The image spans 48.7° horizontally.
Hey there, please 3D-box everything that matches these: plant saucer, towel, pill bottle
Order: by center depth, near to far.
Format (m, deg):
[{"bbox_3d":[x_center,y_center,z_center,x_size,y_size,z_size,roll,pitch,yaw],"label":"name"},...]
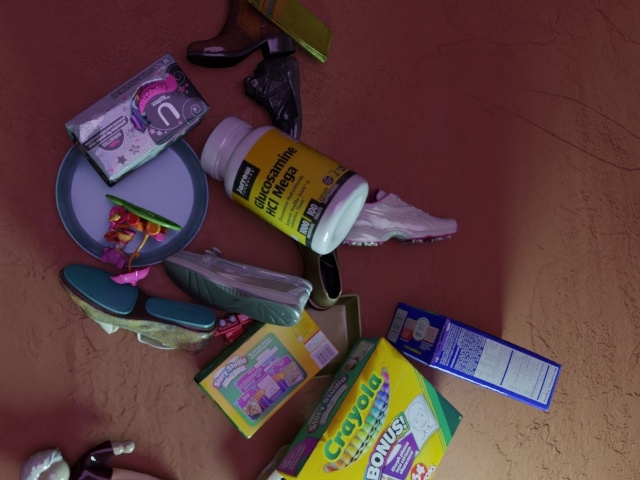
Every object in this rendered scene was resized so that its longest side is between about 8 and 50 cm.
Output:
[{"bbox_3d":[-0.082,-0.127,1.513,0.334,0.188,0.187,31,79,13],"label":"pill bottle"},{"bbox_3d":[-0.405,-0.101,1.532,0.318,0.044,0.317,0,89,-18],"label":"plant saucer"},{"bbox_3d":[-0.061,-0.510,1.602,0.237,0.021,0.102,32,59,-35],"label":"towel"},{"bbox_3d":[0.002,0.223,1.655,0.188,0.045,0.188,-4,91,-18],"label":"plant saucer"}]

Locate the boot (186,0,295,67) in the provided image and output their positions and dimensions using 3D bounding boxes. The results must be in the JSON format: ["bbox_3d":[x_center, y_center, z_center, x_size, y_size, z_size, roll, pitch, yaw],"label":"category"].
[{"bbox_3d":[-0.200,-0.539,1.576,0.264,0.096,0.280,-15,93,-17],"label":"boot"}]

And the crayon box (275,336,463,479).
[{"bbox_3d":[0.122,0.454,1.596,0.313,0.106,0.363,46,63,-22],"label":"crayon box"}]

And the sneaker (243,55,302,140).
[{"bbox_3d":[-0.110,-0.306,1.608,0.130,0.087,0.227,-5,88,-16],"label":"sneaker"}]

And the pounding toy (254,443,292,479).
[{"bbox_3d":[-0.079,0.592,1.566,0.154,0.155,0.269,42,78,-8],"label":"pounding toy"}]

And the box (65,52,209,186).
[{"bbox_3d":[-0.369,-0.238,1.437,0.247,0.163,0.142,-40,99,-14],"label":"box"}]

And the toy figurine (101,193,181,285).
[{"bbox_3d":[-0.399,0.009,1.464,0.173,0.130,0.159,25,91,6],"label":"toy figurine"}]

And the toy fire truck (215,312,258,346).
[{"bbox_3d":[-0.188,0.231,1.594,0.192,0.047,0.135,-22,96,-17],"label":"toy fire truck"}]

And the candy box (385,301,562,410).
[{"bbox_3d":[0.350,0.264,1.648,0.317,0.268,0.122,24,86,-17],"label":"candy box"}]

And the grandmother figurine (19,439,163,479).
[{"bbox_3d":[-0.452,0.516,1.482,0.343,0.104,0.207,23,74,-19],"label":"grandmother figurine"}]

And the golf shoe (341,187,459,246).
[{"bbox_3d":[0.189,-0.057,1.686,0.306,0.115,0.140,-1,86,-19],"label":"golf shoe"}]

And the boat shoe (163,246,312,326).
[{"bbox_3d":[-0.180,0.087,1.511,0.321,0.118,0.103,16,51,12],"label":"boat shoe"}]

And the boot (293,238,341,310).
[{"bbox_3d":[0.000,0.000,1.607,0.112,0.115,0.305,-7,77,-17],"label":"boot"}]

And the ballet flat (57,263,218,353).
[{"bbox_3d":[-0.394,0.159,1.502,0.349,0.123,0.123,20,83,-11],"label":"ballet flat"}]

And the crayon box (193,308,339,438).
[{"bbox_3d":[-0.117,0.271,1.548,0.278,0.081,0.165,-41,101,-15],"label":"crayon box"}]
